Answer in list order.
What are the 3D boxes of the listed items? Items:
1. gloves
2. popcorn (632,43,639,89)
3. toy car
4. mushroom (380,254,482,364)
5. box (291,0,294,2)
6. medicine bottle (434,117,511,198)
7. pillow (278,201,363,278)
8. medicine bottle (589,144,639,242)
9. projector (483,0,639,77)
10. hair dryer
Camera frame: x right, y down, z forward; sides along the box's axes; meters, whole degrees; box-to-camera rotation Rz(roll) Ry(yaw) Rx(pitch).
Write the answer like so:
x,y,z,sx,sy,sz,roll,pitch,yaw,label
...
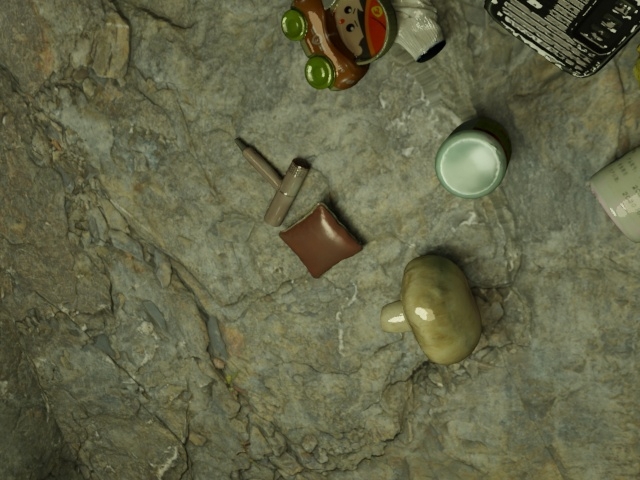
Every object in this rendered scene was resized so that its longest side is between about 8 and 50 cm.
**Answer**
x,y,z,sx,sy,sz,roll,pitch,yaw,label
0.174,-0.484,1.194,0.119,0.097,0.229,-36,99,27,gloves
0.674,-0.339,1.005,0.195,0.168,0.173,-10,69,15,popcorn
0.056,-0.455,1.205,0.235,0.145,0.235,15,122,25,toy car
0.252,0.171,1.348,0.234,0.254,0.260,-20,60,20,mushroom
-0.030,-0.566,1.255,0.083,0.079,0.035,-37,94,29,box
0.326,-0.180,1.176,0.139,0.225,0.139,8,113,19,medicine bottle
0.000,0.000,1.472,0.179,0.075,0.171,-35,100,33,pillow
0.690,-0.134,1.073,0.293,0.170,0.170,-36,94,31,medicine bottle
0.469,-0.509,0.809,0.242,0.405,0.395,37,152,4,projector
-0.158,-0.169,1.484,0.220,0.053,0.195,33,120,8,hair dryer
